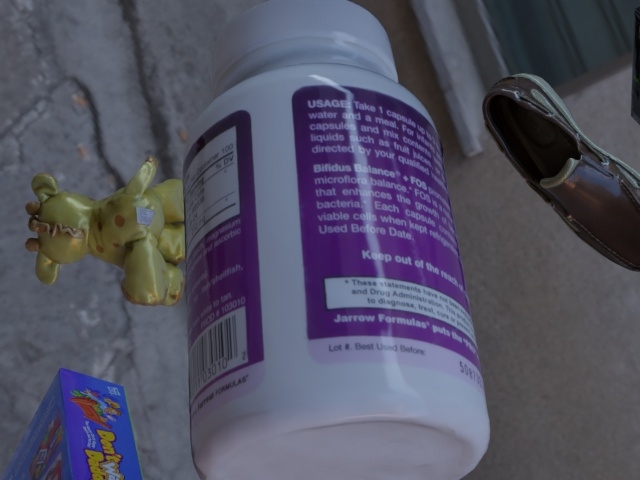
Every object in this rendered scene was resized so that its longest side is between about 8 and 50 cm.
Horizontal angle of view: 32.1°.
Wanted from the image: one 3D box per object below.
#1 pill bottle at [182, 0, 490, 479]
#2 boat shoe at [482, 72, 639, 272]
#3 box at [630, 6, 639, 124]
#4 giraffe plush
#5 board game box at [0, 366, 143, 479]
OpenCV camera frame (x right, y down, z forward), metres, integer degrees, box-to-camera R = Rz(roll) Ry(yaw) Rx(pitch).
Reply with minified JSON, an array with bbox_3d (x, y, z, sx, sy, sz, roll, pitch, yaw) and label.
[{"bbox_3d":[0.000,0.000,0.687,0.169,0.169,0.301,31,43,-44],"label":"pill bottle"},{"bbox_3d":[0.257,-0.063,1.150,0.257,0.095,0.095,48,29,13],"label":"boat shoe"},{"bbox_3d":[0.211,-0.095,0.612,0.052,0.062,0.083,59,-8,39],"label":"box"},{"bbox_3d":[-0.271,-0.009,1.377,0.210,0.170,0.181,62,30,-67],"label":"giraffe plush"},{"bbox_3d":[-0.295,0.338,1.133,0.078,0.347,0.233,22,20,-26],"label":"board game box"}]
